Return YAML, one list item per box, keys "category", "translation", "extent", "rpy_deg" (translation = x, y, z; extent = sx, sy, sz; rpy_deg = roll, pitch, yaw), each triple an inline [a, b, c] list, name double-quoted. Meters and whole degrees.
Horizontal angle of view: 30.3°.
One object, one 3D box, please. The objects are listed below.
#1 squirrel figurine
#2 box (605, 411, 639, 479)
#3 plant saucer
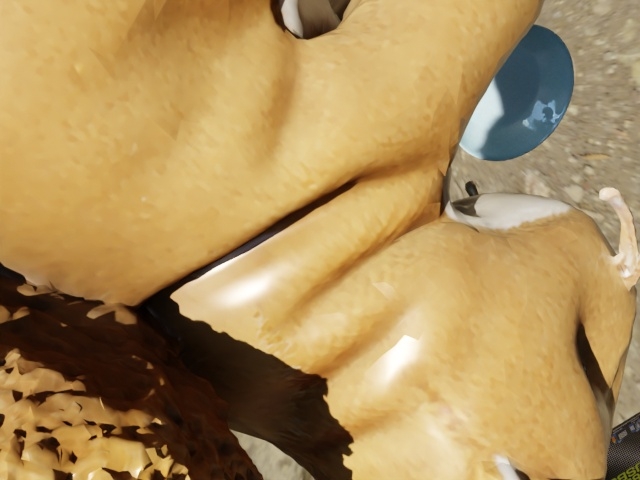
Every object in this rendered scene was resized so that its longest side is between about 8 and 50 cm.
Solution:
- category: "squirrel figurine"
  translation: [-0.054, 0.020, 0.469]
  extent: [0.397, 0.281, 0.370]
  rpy_deg: [-44, 106, -27]
- category: "box"
  translation: [0.366, 0.272, 1.324]
  extent: [0.191, 0.184, 0.045]
  rpy_deg: [-35, 110, 14]
- category: "plant saucer"
  translation: [0.249, -0.203, 1.589]
  extent: [0.195, 0.037, 0.194]
  rpy_deg: [-11, 120, -19]
